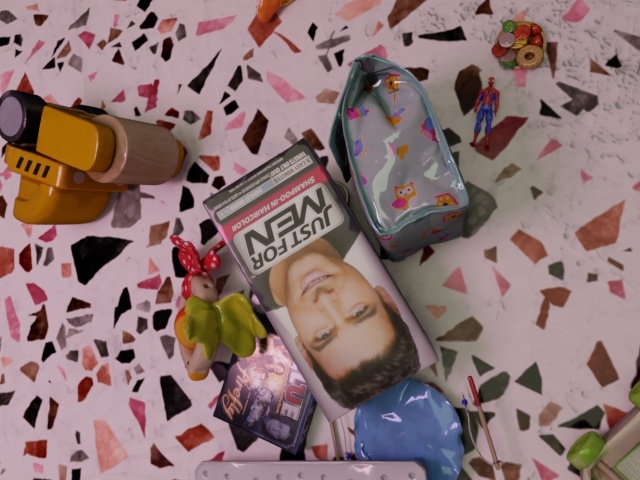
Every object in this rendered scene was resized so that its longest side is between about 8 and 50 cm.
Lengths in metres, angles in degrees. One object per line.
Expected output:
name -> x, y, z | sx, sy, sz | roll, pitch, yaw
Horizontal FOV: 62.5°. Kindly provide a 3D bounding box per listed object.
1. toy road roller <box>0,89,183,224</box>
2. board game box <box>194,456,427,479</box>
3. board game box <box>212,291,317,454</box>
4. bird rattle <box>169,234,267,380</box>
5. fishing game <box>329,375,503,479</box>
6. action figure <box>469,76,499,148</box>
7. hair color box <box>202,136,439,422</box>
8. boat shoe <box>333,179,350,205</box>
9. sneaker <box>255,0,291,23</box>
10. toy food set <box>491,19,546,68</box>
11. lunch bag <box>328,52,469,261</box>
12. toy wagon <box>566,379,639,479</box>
toy road roller -> -0.446, -0.129, 0.998 | 0.329, 0.202, 0.241 | 19, 101, 25
board game box -> -0.003, 0.537, 0.815 | 0.389, 0.050, 0.391 | -9, 84, 20
board game box -> -0.071, 0.213, 0.904 | 0.164, 0.042, 0.244 | 17, 88, 19
bird rattle -> -0.215, 0.119, 0.907 | 0.253, 0.143, 0.207 | 49, 126, 40
fishing game -> 0.138, 0.309, 0.826 | 0.263, 0.041, 0.189 | -21, 76, 23
action figure -> 0.268, -0.210, 0.855 | 0.038, 0.030, 0.115 | 9, 84, 24
hair color box -> 0.002, 0.056, 0.808 | 0.185, 0.113, 0.375 | -31, 86, 5
boat shoe -> 0.000, 0.000, 0.901 | 0.075, 0.065, 0.206 | 20, 91, 3
sneaker -> -0.058, -0.478, 0.981 | 0.067, 0.064, 0.175 | 39, 99, 9
toy food set -> 0.322, -0.317, 0.853 | 0.082, 0.020, 0.084 | 12, 87, 20
lunch bag -> 0.108, -0.120, 0.792 | 0.160, 0.223, 0.263 | -22, 76, 7
toy wagon -> 0.517, 0.299, 0.685 | 0.267, 0.068, 0.344 | 44, 97, 18
